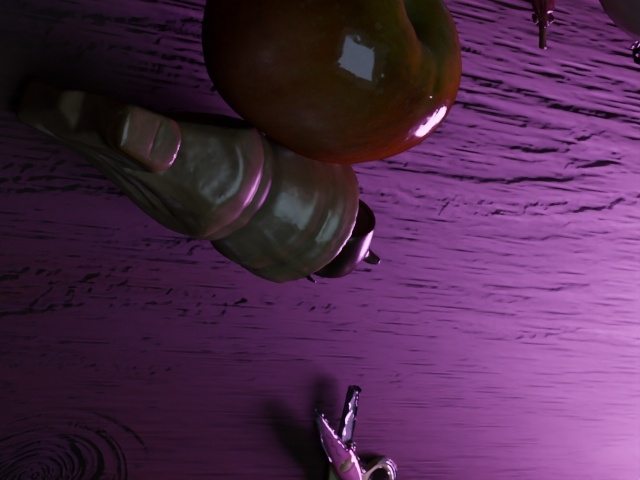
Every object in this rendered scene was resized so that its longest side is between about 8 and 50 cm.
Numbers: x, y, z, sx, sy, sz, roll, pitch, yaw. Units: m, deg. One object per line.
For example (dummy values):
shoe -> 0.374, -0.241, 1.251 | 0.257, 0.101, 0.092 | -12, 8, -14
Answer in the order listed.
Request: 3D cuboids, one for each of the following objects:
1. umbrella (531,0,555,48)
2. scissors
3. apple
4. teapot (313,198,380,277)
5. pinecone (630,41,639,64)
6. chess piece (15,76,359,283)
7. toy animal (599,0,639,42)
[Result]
umbrella -> 0.208, -0.252, 1.853 | 0.025, 0.027, 0.165 | -26, 133, -26
scissors -> 0.024, 0.226, 2.036 | 0.133, 0.020, 0.187 | -32, 137, -26
apple -> 0.007, -0.161, 1.611 | 0.173, 0.210, 0.235 | -23, 134, 23
teapot -> 0.000, 0.000, 1.816 | 0.121, 0.076, 0.068 | 7, 126, -15
pinecone -> 0.372, -0.215, 1.952 | 0.140, 0.140, 0.121 | 50, 54, -49
chess piece -> -0.110, -0.062, 1.634 | 0.301, 0.137, 0.137 | 23, 101, -45
toy animal -> 0.265, -0.240, 1.647 | 0.241, 0.367, 0.196 | -22, 129, -23
